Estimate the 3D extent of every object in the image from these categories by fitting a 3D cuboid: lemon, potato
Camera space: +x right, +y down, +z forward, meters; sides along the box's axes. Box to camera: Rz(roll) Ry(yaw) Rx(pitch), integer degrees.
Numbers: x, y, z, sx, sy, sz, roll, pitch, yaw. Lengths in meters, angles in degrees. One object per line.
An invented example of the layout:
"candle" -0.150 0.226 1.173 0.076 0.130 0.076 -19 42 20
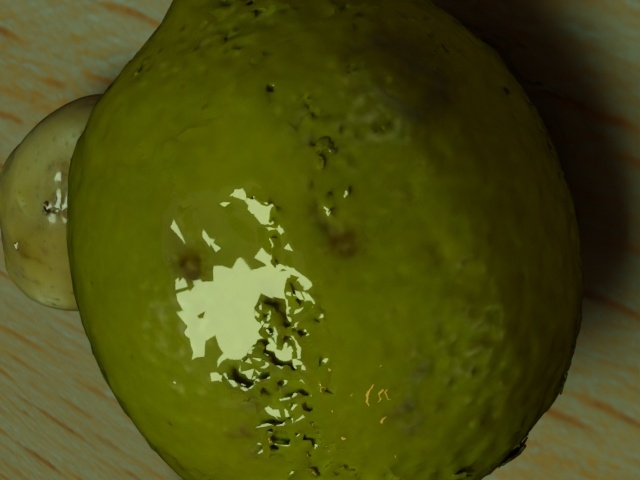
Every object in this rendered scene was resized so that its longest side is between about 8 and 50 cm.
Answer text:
"lemon" 0.000 0.000 1.004 0.258 0.258 0.310 -2 111 47
"potato" -0.147 -0.024 1.264 0.178 0.109 0.118 -43 62 47
